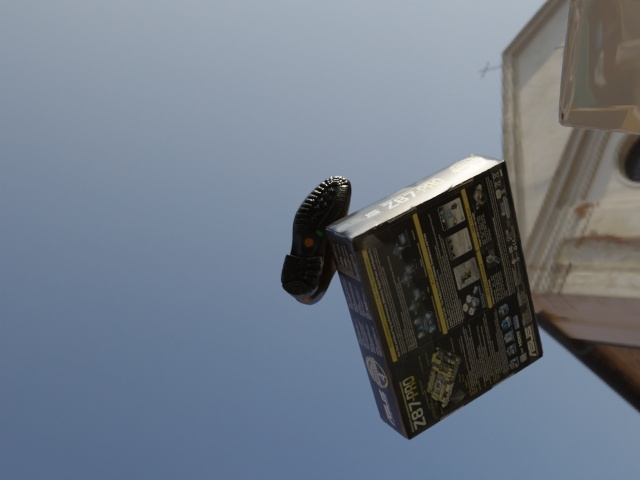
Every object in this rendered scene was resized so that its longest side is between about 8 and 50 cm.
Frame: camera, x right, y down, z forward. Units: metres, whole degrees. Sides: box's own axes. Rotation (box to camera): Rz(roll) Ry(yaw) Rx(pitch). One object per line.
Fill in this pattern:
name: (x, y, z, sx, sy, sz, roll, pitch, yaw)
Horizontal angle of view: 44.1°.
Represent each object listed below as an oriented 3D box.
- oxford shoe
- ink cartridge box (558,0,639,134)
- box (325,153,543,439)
oxford shoe: (0.000, 0.000, 1.311, 0.227, 0.082, 0.096, -69, -27, -17)
ink cartridge box: (0.290, -0.148, 0.533, 0.278, 0.201, 0.117, -37, -48, -57)
box: (0.207, 0.095, 1.341, 0.318, 0.097, 0.395, -28, -65, -22)
